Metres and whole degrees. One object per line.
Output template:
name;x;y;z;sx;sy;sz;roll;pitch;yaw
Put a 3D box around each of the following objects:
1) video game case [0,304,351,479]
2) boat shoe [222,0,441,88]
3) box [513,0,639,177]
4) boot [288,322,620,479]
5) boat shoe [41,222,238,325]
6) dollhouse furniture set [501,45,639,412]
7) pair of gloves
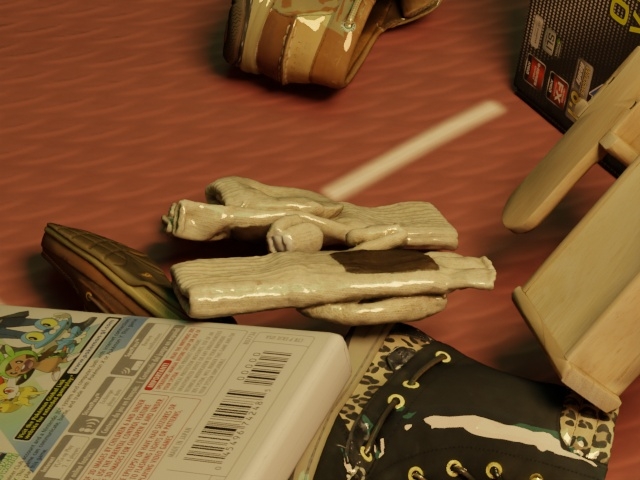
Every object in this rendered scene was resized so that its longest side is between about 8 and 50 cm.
video game case;-0.178;0.152;1.110;0.300;0.036;0.329;4;38;26
boat shoe;0.048;-0.221;1.582;0.120;0.122;0.324;27;53;15
box;0.245;-0.166;1.414;0.060;0.270;0.216;-20;48;-29
boot;0.075;0.147;1.176;0.179;0.085;0.236;16;43;7
boat shoe;-0.129;0.041;1.284;0.178;0.060;0.064;32;12;40
dollhouse furniture set;0.312;0.082;1.284;0.355;0.174;0.303;36;14;-23
pair of gloves;0.000;0.000;1.300;0.204;0.042;0.240;2;16;-7
